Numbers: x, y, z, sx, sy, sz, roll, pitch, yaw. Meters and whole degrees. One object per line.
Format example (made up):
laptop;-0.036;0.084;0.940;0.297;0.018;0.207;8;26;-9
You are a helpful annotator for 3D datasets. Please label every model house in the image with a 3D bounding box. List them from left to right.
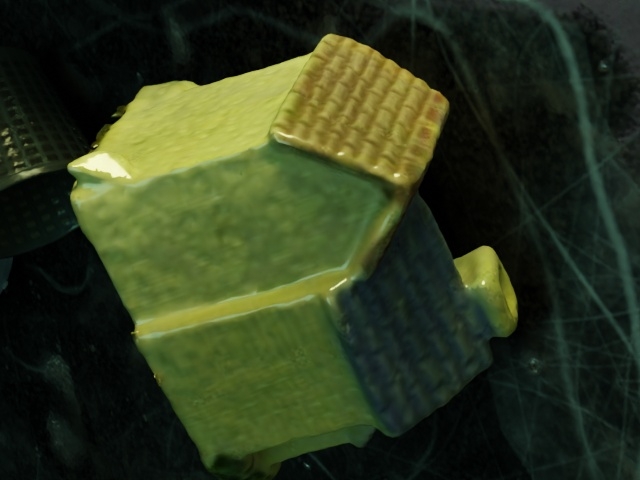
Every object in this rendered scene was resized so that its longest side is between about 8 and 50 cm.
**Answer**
model house;0.000;0.000;1.354;0.266;0.261;0.321;-16;115;22

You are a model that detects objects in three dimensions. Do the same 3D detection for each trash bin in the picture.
trash bin;-0.298;-0.088;1.634;0.175;0.175;0.161;-46;62;45

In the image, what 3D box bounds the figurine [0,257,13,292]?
figurine;-0.522;0.038;1.855;0.388;0.248;0.277;-1;130;47
